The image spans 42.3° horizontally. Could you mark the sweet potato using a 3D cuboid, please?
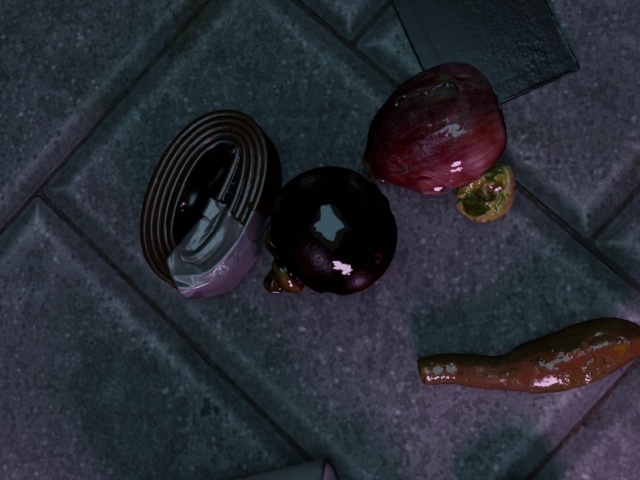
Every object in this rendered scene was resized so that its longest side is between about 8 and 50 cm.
[{"bbox_3d":[0.356,0.207,1.384,0.385,0.109,0.109,-15,81,13],"label":"sweet potato"}]

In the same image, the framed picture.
[{"bbox_3d":[0.283,-0.407,1.517,0.255,0.014,0.339,-24,80,4],"label":"framed picture"}]

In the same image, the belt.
[{"bbox_3d":[-0.194,-0.061,1.494,0.217,0.122,0.339,20,84,13],"label":"belt"}]

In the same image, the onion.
[{"bbox_3d":[0.171,-0.187,1.425,0.283,0.120,0.227,-31,55,18],"label":"onion"}]

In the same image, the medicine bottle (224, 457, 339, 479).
[{"bbox_3d":[-0.126,0.489,1.372,0.332,0.190,0.190,-15,81,6],"label":"medicine bottle"}]

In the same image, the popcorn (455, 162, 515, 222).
[{"bbox_3d":[0.291,-0.083,1.439,0.109,0.089,0.097,-43,90,-2],"label":"popcorn"}]

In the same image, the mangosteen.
[{"bbox_3d":[0.000,0.000,1.407,0.265,0.228,0.228,-38,78,17],"label":"mangosteen"}]
